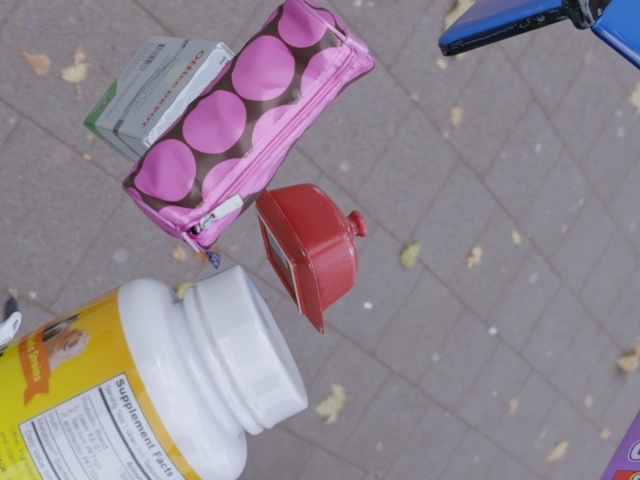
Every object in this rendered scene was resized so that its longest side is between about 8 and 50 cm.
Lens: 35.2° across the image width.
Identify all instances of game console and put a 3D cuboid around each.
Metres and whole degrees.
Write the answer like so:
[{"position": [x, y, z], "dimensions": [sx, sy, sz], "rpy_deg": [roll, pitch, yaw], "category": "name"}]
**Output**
[{"position": [0.311, -0.228, 1.095], "dimensions": [0.293, 0.250, 0.173], "rpy_deg": [-46, 116, -46], "category": "game console"}]

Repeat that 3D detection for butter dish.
[{"position": [0.000, 0.000, 1.203], "dimensions": [0.118, 0.160, 0.160], "rpy_deg": [-25, 142, -11], "category": "butter dish"}]

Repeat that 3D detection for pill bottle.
[{"position": [-0.119, 0.096, 0.522], "dimensions": [0.215, 0.117, 0.117], "rpy_deg": [-26, 134, 1], "category": "pill bottle"}]

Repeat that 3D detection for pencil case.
[{"position": [-0.049, -0.086, 0.758], "dimensions": [0.095, 0.098, 0.209], "rpy_deg": [39, 90, -26], "category": "pencil case"}]

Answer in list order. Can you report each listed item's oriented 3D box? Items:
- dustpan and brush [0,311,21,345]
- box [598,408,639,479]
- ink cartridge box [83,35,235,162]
[{"position": [-0.360, 0.153, 0.961], "dimensions": [0.211, 0.060, 0.147], "rpy_deg": [-64, 157, -18], "category": "dustpan and brush"}, {"position": [0.300, 0.100, 0.587], "dimensions": [0.293, 0.201, 0.057], "rpy_deg": [-41, 115, -43], "category": "box"}, {"position": [-0.184, -0.166, 1.237], "dimensions": [0.087, 0.208, 0.153], "rpy_deg": [42, 79, -32], "category": "ink cartridge box"}]
